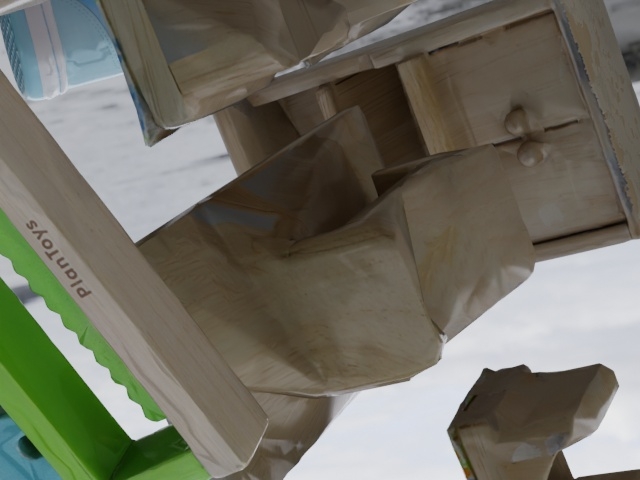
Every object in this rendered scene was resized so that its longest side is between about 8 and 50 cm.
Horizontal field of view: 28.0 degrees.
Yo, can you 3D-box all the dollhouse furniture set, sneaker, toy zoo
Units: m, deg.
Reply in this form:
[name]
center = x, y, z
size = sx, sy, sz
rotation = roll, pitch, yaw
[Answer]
[dollhouse furniture set]
center = 0.000, 0.000, 0.686
size = 0.256, 0.362, 0.394
rotation = -15, -167, 32
[sneaker]
center = -0.205, -0.297, 1.191
size = 0.208, 0.319, 0.127
rotation = -11, 180, -16
[toy zoo]
center = -0.188, 0.052, 0.483
size = 0.293, 0.192, 0.030
rotation = -27, -162, 29
